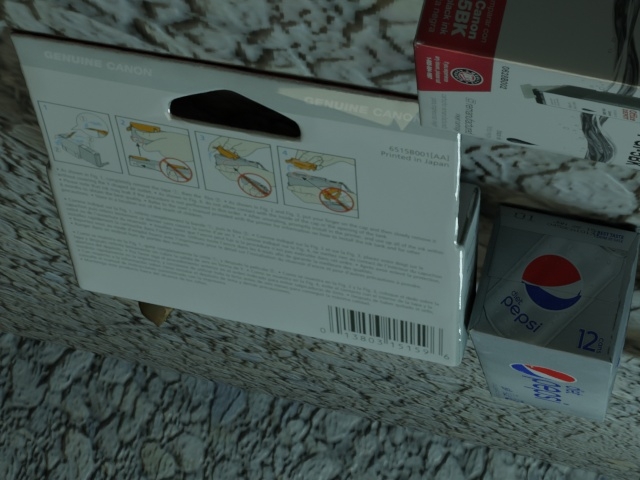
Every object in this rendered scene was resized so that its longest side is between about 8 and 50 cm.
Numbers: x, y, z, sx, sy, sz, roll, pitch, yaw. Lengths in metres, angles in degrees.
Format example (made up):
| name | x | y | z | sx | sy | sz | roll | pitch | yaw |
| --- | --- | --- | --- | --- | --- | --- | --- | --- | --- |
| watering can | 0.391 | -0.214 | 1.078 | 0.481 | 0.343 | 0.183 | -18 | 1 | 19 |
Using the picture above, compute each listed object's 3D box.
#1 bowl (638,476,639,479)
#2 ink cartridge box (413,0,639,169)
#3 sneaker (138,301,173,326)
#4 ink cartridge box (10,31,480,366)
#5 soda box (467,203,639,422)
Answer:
| name | x | y | z | sx | sy | sz | roll | pitch | yaw |
| --- | --- | --- | --- | --- | --- | --- | --- | --- | --- |
| bowl | 0.433 | 0.238 | 1.213 | 0.289 | 0.289 | 0.156 | 15 | 145 | -4 |
| ink cartridge box | 0.110 | -0.073 | 0.570 | 0.135 | 0.056 | 0.099 | 12 | 167 | 9 |
| sneaker | -0.133 | 0.008 | 1.089 | 0.086 | 0.064 | 0.192 | 38 | -172 | -5 |
| ink cartridge box | -0.038 | -0.036 | 0.884 | 0.275 | 0.060 | 0.239 | 11 | 140 | 13 |
| soda box | 0.172 | 0.062 | 1.030 | 0.098 | 0.091 | 0.286 | 12 | 168 | 14 |
